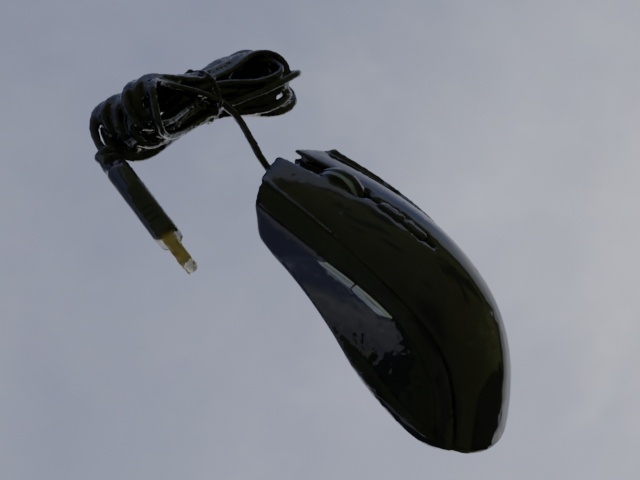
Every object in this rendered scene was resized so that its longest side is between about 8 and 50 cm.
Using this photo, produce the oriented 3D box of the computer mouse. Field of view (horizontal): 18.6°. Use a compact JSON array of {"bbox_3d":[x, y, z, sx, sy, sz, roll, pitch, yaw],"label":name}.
[{"bbox_3d":[0.000,0.000,1.000,0.184,0.060,0.262,-16,-113,-53],"label":"computer mouse"}]
